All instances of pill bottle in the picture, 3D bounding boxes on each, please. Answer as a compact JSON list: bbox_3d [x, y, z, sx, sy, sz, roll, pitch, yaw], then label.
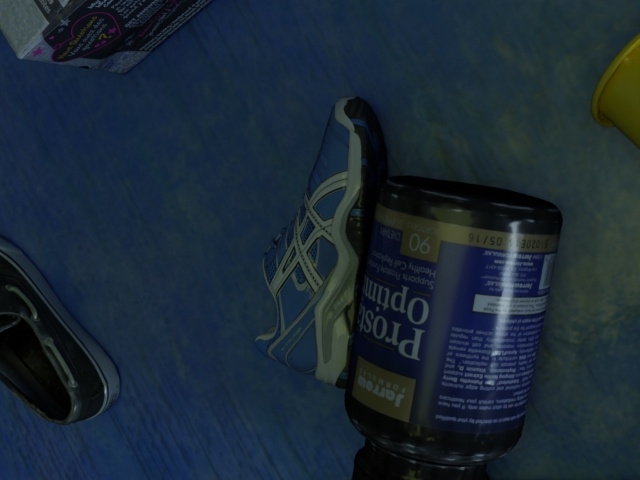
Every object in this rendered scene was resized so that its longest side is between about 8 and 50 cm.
[{"bbox_3d":[0.083,0.073,0.651,0.123,0.123,0.219,12,99,20],"label":"pill bottle"}]

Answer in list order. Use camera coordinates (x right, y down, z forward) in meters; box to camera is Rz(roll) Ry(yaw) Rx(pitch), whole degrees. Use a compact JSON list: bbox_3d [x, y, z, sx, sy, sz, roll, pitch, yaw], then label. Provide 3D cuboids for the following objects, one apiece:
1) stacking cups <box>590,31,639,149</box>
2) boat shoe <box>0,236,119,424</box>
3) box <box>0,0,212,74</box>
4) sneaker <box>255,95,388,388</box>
[{"bbox_3d":[0.291,0.001,0.537,0.096,0.096,0.316,-47,62,18],"label":"stacking cups"},{"bbox_3d":[-0.261,0.066,0.811,0.219,0.070,0.077,40,107,14],"label":"boat shoe"},{"bbox_3d":[-0.192,-0.270,0.719,0.163,0.142,0.247,-35,81,20],"label":"box"},{"bbox_3d":[0.000,0.000,0.700,0.081,0.080,0.211,10,97,17],"label":"sneaker"}]
